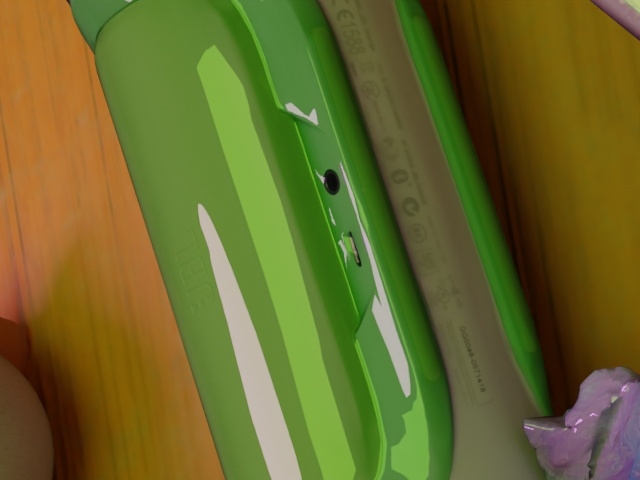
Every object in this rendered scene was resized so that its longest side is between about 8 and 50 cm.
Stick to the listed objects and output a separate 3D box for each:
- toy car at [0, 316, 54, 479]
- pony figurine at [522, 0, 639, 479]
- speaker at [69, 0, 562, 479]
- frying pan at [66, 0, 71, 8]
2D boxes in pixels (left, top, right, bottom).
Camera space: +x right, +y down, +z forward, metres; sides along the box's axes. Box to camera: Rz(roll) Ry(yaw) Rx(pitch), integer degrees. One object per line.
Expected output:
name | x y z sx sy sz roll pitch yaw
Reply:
toy car | -0.192 0.121 0.735 0.219 0.210 0.238 -1 80 43
pony figurine | 0.183 0.000 0.449 0.351 0.303 0.363 38 135 20
speaker | 0.000 0.000 0.638 0.131 0.131 0.296 -22 82 31
frying pan | -0.189 -0.219 0.788 0.197 0.053 0.326 -11 84 33
